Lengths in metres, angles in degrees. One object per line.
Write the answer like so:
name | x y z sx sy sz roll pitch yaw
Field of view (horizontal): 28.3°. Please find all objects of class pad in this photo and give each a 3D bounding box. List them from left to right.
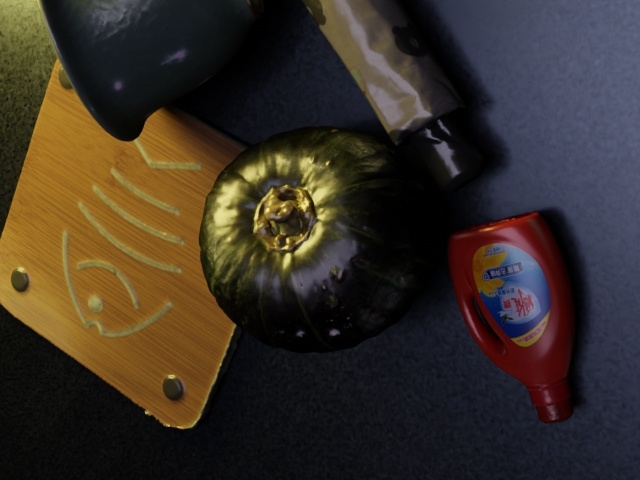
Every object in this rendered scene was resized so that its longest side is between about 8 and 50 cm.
pad | -0.180 0.001 1.199 0.286 0.018 0.284 31 113 23

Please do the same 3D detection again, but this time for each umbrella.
umbrella | 0.028 -0.187 1.017 0.067 0.073 0.337 -35 81 30

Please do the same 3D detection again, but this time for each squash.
squash | -0.002 -0.002 1.020 0.193 0.156 0.193 -2 87 41

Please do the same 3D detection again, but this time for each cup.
cup | -0.130 -0.199 1.060 0.150 0.199 0.199 -18 89 10

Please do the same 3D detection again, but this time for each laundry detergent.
laundry detergent | 0.158 0.065 1.003 0.097 0.049 0.165 -15 92 37
